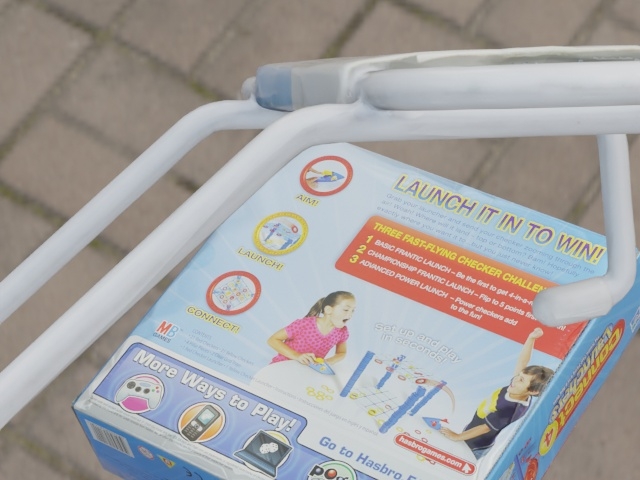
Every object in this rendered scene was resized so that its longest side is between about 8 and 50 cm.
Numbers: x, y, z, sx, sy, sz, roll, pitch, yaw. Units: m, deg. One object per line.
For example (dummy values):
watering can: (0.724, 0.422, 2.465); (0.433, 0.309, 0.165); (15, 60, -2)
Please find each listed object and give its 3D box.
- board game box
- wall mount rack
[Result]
board game box: (0.032, 0.088, 1.431); (0.308, 0.086, 0.302); (22, 59, 29)
wall mount rack: (0.000, 0.000, 0.688); (0.304, 0.350, 0.130); (-3, 94, -11)
